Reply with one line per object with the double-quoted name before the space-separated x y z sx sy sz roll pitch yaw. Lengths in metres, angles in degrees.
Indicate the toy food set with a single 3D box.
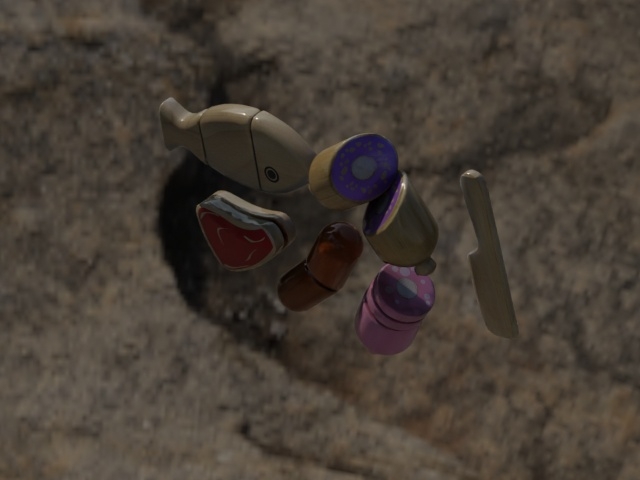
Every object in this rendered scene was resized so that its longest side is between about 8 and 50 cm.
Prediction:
"toy food set" 0.000 0.000 0.543 0.122 0.078 0.019 11 39 40
